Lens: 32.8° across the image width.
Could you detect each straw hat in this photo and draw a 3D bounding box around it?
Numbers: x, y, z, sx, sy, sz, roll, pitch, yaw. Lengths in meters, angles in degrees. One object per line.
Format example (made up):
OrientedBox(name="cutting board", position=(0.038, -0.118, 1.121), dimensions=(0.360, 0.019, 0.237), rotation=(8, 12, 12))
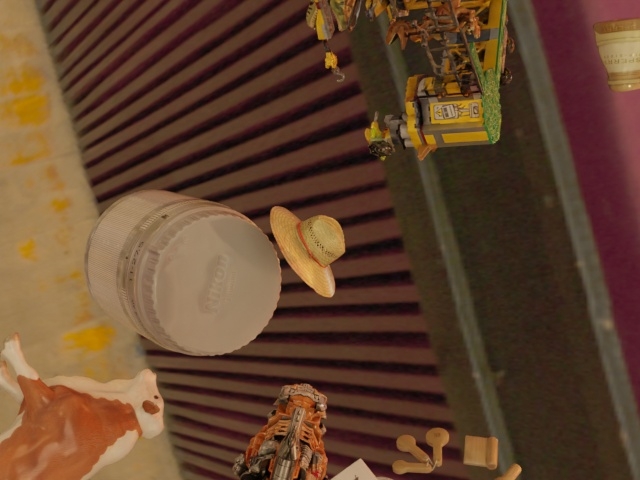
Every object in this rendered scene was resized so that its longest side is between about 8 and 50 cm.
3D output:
OrientedBox(name="straw hat", position=(0.000, 0.000, 1.455), dimensions=(0.061, 0.144, 0.144), rotation=(-32, 103, 20))

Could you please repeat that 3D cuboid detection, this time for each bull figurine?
OrientedBox(name="bull figurine", position=(-0.320, 0.224, 1.191), dimensions=(0.188, 0.101, 0.310), rotation=(42, 70, 7))

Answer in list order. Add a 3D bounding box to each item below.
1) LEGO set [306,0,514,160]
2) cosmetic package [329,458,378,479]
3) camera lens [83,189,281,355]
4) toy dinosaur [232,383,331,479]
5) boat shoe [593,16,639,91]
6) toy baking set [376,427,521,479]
OrientedBox(name="LEGO set", position=(0.025, -0.219, 0.845), dimensions=(0.331, 0.192, 0.255), rotation=(49, 43, -58))
OrientedBox(name="cosmetic package", position=(-0.015, 0.484, 1.280), dimensions=(0.377, 0.097, 0.284), rotation=(-33, 59, -16))
OrientedBox(name="camera lens", position=(-0.207, 0.043, 1.591), dimensions=(0.219, 0.274, 0.219), rotation=(-5, 100, -31))
OrientedBox(name="toy dinosaur", position=(-0.063, 0.297, 1.135), dimensions=(0.164, 0.218, 0.322), rotation=(29, 41, 16))
OrientedBox(name="boat shoe", position=(0.417, -0.223, 1.385), dimensions=(0.285, 0.105, 0.089), rotation=(-3, 92, -54))
OrientedBox(name="toy baking set", position=(0.169, 0.366, 1.594), dimensions=(0.256, 0.197, 0.030), rotation=(-42, 135, -42))
